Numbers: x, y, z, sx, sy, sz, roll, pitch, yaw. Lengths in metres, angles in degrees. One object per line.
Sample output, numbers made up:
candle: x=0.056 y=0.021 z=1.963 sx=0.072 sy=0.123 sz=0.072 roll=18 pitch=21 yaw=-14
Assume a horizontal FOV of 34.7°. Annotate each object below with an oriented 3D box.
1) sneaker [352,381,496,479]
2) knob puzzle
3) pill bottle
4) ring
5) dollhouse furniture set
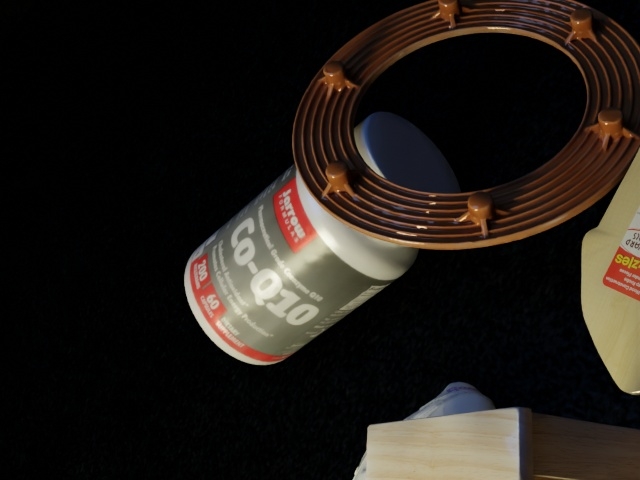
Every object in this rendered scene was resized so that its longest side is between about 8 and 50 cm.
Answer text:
sneaker: x=0.065 y=0.255 z=0.897 sx=0.305 sy=0.114 sz=0.152 roll=-51 pitch=17 yaw=17
knob puzzle: x=0.283 y=0.032 z=0.789 sx=0.213 sy=0.030 sz=0.213 roll=-22 pitch=57 yaw=39
pill bottle: x=0.000 y=0.000 z=1.080 sx=0.283 sy=0.161 sz=0.161 roll=-39 pitch=40 yaw=33
ring: x=0.134 y=-0.130 z=0.944 sx=0.337 sy=0.032 sz=0.336 roll=-10 pitch=49 yaw=12
dollhouse furniture set: x=0.172 y=0.259 z=0.586 sx=0.286 sy=0.198 sz=0.303 roll=-21 pitch=62 yaw=52
